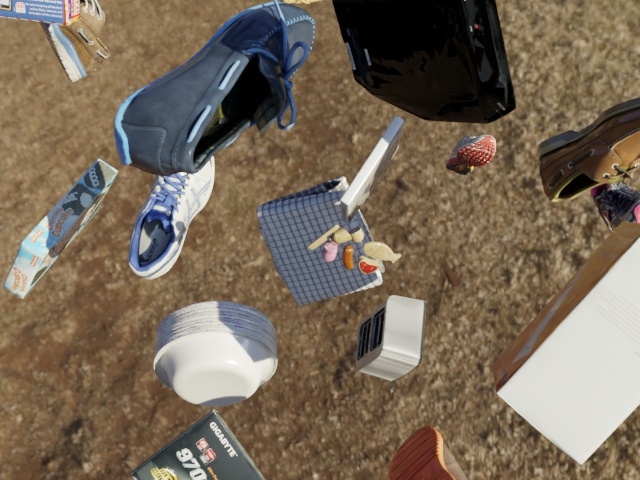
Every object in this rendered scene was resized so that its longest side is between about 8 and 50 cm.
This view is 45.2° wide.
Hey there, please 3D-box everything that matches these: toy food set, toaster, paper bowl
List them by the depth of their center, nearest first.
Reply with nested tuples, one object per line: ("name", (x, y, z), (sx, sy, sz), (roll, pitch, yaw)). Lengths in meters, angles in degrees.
("toy food set", (0.043, 0.012, 1.055), (0.078, 0.122, 0.019), (-37, 42, 29))
("paper bowl", (-0.241, 0.277, 1.775), (0.284, 0.284, 0.148), (-10, 49, 6))
("toaster", (0.164, 0.235, 1.793), (0.110, 0.168, 0.185), (16, 62, -14))

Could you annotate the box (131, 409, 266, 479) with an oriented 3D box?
("box", (-0.184, 0.427, 1.294), (0.175, 0.051, 0.220), (-36, 74, -7))

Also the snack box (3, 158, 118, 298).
("snack box", (-0.598, -0.032, 1.779), (0.060, 0.187, 0.322), (35, 44, -8))

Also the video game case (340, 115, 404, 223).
("video game case", (0.101, -0.137, 1.549), (0.023, 0.183, 0.201), (32, 82, 7))

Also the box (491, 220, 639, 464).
("box", (0.453, 0.151, 1.232), (0.168, 0.215, 0.345), (41, 98, 6))

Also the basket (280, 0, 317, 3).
("basket", (0.078, -0.550, 1.346), (0.299, 0.222, 0.213), (-12, 13, -23))

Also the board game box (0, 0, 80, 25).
("board game box", (-0.295, -0.301, 0.689), (0.147, 0.193, 0.045), (7, 25, -2))

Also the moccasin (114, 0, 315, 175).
("moccasin", (-0.090, -0.167, 0.907), (0.117, 0.137, 0.342), (21, 51, 23))

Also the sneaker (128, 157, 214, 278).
("sneaker", (-0.273, -0.065, 1.424), (0.112, 0.131, 0.296), (17, 90, -4))

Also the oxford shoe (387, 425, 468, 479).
("oxford shoe", (0.220, 0.467, 1.436), (0.130, 0.133, 0.363), (-43, 10, 7))

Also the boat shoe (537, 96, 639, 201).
("boat shoe", (0.463, -0.137, 1.207), (0.111, 0.307, 0.104), (5, 77, -18))

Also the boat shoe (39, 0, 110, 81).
("boat shoe", (-0.277, -0.249, 0.849), (0.066, 0.183, 0.066), (-30, 77, -13))

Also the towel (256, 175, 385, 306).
("towel", (0.000, 0.000, 1.816), (0.235, 0.283, 0.121), (-14, 28, 19))

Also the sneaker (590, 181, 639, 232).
("sneaker", (0.747, -0.085, 1.921), (0.121, 0.112, 0.299), (-47, 1, 8))

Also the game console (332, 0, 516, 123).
("game console", (0.064, -0.280, 0.702), (0.044, 0.361, 0.213), (-29, 27, -21))

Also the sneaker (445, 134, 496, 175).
("sneaker", (0.404, -0.249, 2.068), (0.088, 0.225, 0.092), (23, 78, -11))
